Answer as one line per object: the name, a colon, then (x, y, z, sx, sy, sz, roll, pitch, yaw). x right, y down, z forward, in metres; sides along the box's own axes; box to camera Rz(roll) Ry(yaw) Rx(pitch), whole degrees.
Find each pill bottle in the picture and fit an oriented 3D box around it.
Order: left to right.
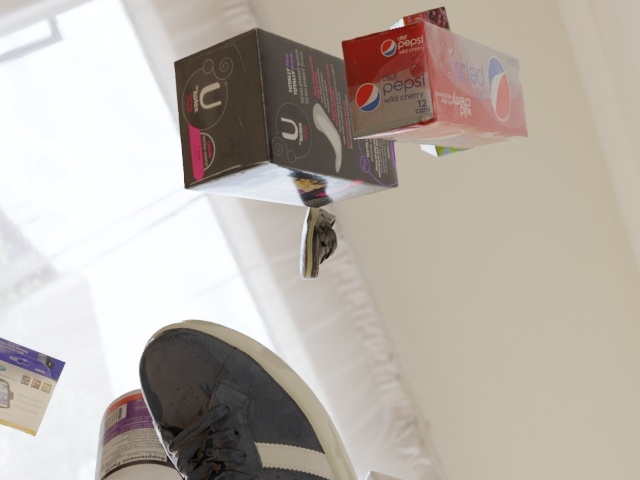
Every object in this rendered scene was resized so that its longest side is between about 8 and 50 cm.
pill bottle: (-0.177, 0.248, 0.968, 0.193, 0.108, 0.108, -106, 180, -60)

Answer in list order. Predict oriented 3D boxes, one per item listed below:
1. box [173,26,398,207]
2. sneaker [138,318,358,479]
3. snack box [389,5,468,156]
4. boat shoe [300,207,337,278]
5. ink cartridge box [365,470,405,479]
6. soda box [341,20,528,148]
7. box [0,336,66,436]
box: (-0.038, -0.142, 1.191, 0.143, 0.270, 0.165, -13, -102, 35)
sneaker: (-0.044, 0.212, 0.657, 0.131, 0.148, 0.350, -45, -106, 31)
snack box: (0.168, -0.237, 1.424, 0.174, 0.070, 0.207, -101, 176, -80)
boat shoe: (0.000, 0.000, 1.299, 0.152, 0.049, 0.056, -85, -173, -52)
ink cartridge box: (0.153, 0.333, 0.879, 0.211, 0.122, 0.289, 20, -2, -11)
soda box: (0.121, -0.144, 0.922, 0.083, 0.263, 0.092, -7, -91, 29)
box: (-0.304, 0.141, 0.938, 0.081, 0.028, 0.136, 23, -46, -11)
